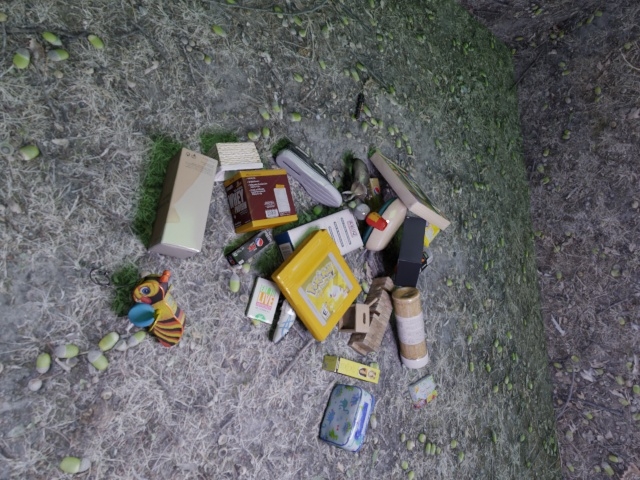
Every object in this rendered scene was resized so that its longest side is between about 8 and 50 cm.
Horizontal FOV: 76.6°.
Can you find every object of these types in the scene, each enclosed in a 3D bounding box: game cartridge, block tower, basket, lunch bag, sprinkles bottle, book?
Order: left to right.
[{"bbox_3d":[-0.306,-0.278,1.425,0.167,0.113,0.103,-12,83,-40],"label":"basket"},{"bbox_3d":[-0.203,0.214,1.445,0.096,0.035,0.144,25,66,-28],"label":"book"},{"bbox_3d":[0.000,0.155,1.485,0.285,0.053,0.323,-48,121,-32],"label":"game cartridge"},{"bbox_3d":[0.100,0.649,1.488,0.090,0.176,0.218,37,58,-26],"label":"lunch bag"},{"bbox_3d":[0.232,0.318,1.727,0.091,0.097,0.335,41,58,-24],"label":"block tower"},{"bbox_3d":[0.390,0.378,1.754,0.121,0.121,0.355,-31,118,-39],"label":"sprinkles bottle"}]

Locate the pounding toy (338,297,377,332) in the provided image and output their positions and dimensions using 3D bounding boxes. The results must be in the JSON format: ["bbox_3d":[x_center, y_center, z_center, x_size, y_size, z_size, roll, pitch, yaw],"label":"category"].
[{"bbox_3d":[0.151,0.301,1.641,0.100,0.130,0.141,14,71,-36],"label":"pounding toy"}]

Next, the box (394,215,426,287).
[{"bbox_3d":[0.393,0.049,1.769,0.184,0.103,0.261,83,19,-48],"label":"box"}]

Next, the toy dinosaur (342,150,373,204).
[{"bbox_3d":[0.175,-0.275,1.771,0.121,0.160,0.313,6,67,8],"label":"toy dinosaur"}]

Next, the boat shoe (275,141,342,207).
[{"bbox_3d":[-0.024,-0.271,1.640,0.335,0.121,0.119,41,58,-23],"label":"boat shoe"}]

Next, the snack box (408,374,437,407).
[{"bbox_3d":[0.474,0.693,1.868,0.141,0.037,0.100,-14,87,-40],"label":"snack box"}]

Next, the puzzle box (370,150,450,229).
[{"bbox_3d":[0.406,-0.234,1.861,0.272,0.052,0.408,22,30,-39],"label":"puzzle box"}]

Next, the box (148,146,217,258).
[{"bbox_3d":[-0.427,-0.111,1.266,0.121,0.148,0.310,18,67,-34],"label":"box"}]

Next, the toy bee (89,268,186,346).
[{"bbox_3d":[-0.466,0.168,1.136,0.298,0.162,0.195,49,12,-45],"label":"toy bee"}]

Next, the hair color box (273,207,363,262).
[{"bbox_3d":[0.000,0.000,1.606,0.347,0.105,0.173,-23,96,-40],"label":"hair color box"}]

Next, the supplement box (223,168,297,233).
[{"bbox_3d":[-0.214,-0.142,1.453,0.191,0.129,0.194,-12,87,-39],"label":"supplement box"}]

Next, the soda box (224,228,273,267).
[{"bbox_3d":[-0.251,0.027,1.428,0.169,0.060,0.053,-40,104,-37],"label":"soda box"}]

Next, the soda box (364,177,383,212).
[{"bbox_3d":[0.244,-0.193,1.876,0.058,0.061,0.181,-9,85,-40],"label":"soda box"}]

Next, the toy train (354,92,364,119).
[{"bbox_3d":[0.192,-0.645,1.966,0.036,0.027,0.158,33,60,-41],"label":"toy train"}]

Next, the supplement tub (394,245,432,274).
[{"bbox_3d":[0.440,0.108,1.927,0.190,0.117,0.116,-34,101,-39],"label":"supplement tub"}]

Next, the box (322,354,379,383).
[{"bbox_3d":[0.122,0.509,1.599,0.232,0.087,0.058,27,66,-33],"label":"box"}]

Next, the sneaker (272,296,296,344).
[{"bbox_3d":[-0.124,0.263,1.472,0.086,0.085,0.237,26,65,-3],"label":"sneaker"}]

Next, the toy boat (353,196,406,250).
[{"bbox_3d":[0.244,-0.086,1.721,0.267,0.148,0.318,-58,159,8],"label":"toy boat"}]

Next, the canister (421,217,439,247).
[{"bbox_3d":[0.530,-0.045,2.066,0.170,0.073,0.126,-40,105,-39],"label":"canister"}]
